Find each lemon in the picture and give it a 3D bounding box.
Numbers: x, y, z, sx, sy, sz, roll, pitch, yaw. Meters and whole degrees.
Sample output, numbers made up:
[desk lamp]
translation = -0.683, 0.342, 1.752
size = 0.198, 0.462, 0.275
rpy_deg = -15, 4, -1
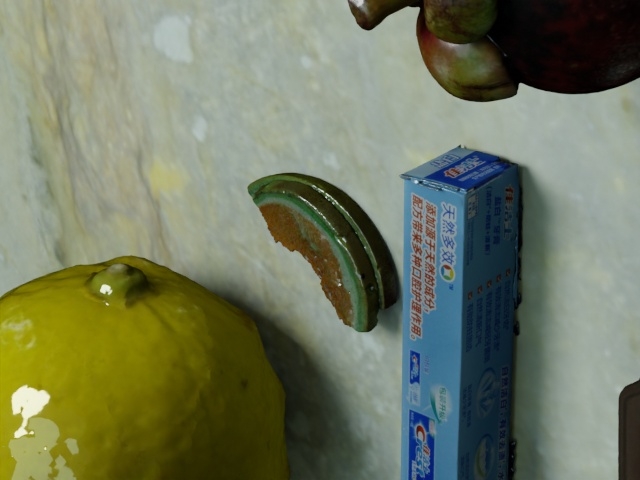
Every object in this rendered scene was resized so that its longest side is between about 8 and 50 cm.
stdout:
[lemon]
translation = -0.148, 0.153, 1.283
size = 0.260, 0.260, 0.284
rpy_deg = 25, 148, 33

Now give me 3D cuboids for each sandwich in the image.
[sandwich]
translation = -0.001, -0.002, 1.225
size = 0.135, 0.029, 0.067
rpy_deg = 42, 132, 21

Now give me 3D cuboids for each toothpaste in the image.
[toothpaste]
translation = 0.086, 0.078, 1.154
size = 0.053, 0.066, 0.272
rpy_deg = 20, 122, 37

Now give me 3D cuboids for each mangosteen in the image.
[mangosteen]
translation = 0.105, -0.158, 0.932
size = 0.200, 0.200, 0.200
rpy_deg = 20, 123, 36

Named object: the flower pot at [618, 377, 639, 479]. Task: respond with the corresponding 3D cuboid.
[flower pot]
translation = 0.262, 0.175, 1.023
size = 0.179, 0.084, 0.251
rpy_deg = 16, 119, 39
